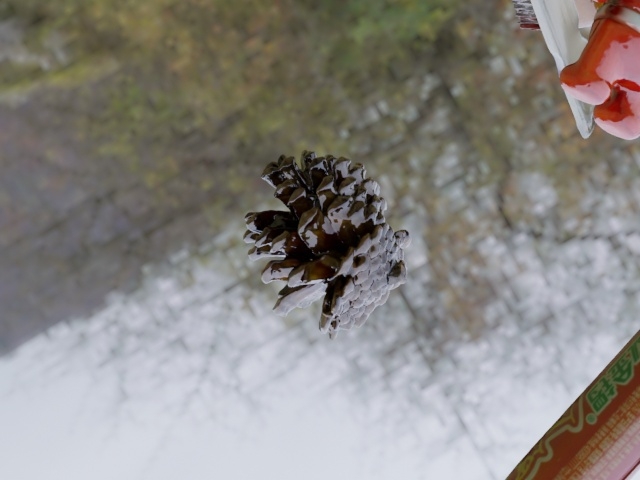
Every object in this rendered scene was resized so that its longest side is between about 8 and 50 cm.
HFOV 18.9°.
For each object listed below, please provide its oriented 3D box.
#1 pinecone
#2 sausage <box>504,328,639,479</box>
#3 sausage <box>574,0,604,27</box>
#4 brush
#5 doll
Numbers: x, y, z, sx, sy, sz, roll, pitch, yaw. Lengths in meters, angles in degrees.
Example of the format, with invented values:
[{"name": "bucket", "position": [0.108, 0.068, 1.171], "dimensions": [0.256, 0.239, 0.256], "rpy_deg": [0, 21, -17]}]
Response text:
[{"name": "pinecone", "position": [0.004, 0.000, 1.972], "dimensions": [0.150, 0.195, 0.179], "rpy_deg": [-26, 175, 21]}, {"name": "sausage", "position": [0.212, 0.146, 1.420], "dimensions": [0.264, 0.083, 0.083], "rpy_deg": [-49, -171, 4]}, {"name": "sausage", "position": [0.282, -0.362, 2.249], "dimensions": [0.105, 0.274, 0.105], "rpy_deg": [-13, -136, 12]}, {"name": "brush", "position": [0.255, -0.227, 2.108], "dimensions": [0.050, 0.321, 0.060], "rpy_deg": [15, -116, 31]}, {"name": "doll", "position": [0.343, -0.270, 1.888], "dimensions": [0.105, 0.200, 0.336], "rpy_deg": [21, -100, 43]}]
